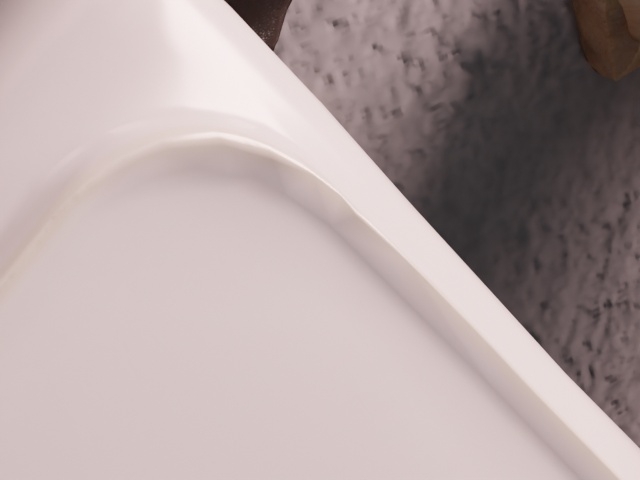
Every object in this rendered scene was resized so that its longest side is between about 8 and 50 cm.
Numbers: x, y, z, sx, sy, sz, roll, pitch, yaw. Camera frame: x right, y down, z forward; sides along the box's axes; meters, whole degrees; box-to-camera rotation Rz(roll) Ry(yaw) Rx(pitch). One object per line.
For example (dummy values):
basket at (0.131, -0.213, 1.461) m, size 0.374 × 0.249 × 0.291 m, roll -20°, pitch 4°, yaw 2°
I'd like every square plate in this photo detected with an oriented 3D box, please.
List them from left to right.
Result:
square plate at (-0.010, 0.143, 0.333) m, size 0.347 × 0.049 × 0.344 m, roll 45°, pitch 54°, yaw -17°

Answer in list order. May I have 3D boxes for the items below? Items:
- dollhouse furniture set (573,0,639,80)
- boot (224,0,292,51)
dollhouse furniture set at (0.266, 0.041, 0.622) m, size 0.362 × 0.256 × 0.394 m, roll -34°, pitch 130°, yaw -17°
boot at (-0.040, -0.034, 0.455) m, size 0.263 × 0.091 × 0.229 m, roll 29°, pitch 104°, yaw -32°
